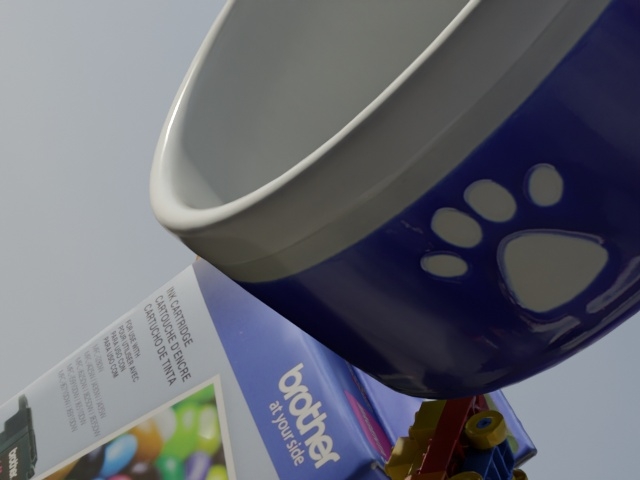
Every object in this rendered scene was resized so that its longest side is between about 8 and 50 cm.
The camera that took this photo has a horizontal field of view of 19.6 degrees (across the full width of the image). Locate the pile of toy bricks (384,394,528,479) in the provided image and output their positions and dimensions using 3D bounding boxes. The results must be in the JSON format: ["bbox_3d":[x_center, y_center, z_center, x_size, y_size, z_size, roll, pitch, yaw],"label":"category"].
[{"bbox_3d":[0.002,0.144,0.564,0.105,0.212,0.118,-9,-62,26],"label":"pile of toy bricks"}]

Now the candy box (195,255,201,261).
[{"bbox_3d":[0.000,0.000,1.224,0.186,0.109,0.053,-22,-50,29],"label":"candy box"}]

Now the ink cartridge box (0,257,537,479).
[{"bbox_3d":[-0.073,0.113,0.823,0.065,0.311,0.186,51,7,-38],"label":"ink cartridge box"}]

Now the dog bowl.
[{"bbox_3d":[0.064,-0.081,0.621,0.104,0.265,0.265,37,-22,-19],"label":"dog bowl"}]
